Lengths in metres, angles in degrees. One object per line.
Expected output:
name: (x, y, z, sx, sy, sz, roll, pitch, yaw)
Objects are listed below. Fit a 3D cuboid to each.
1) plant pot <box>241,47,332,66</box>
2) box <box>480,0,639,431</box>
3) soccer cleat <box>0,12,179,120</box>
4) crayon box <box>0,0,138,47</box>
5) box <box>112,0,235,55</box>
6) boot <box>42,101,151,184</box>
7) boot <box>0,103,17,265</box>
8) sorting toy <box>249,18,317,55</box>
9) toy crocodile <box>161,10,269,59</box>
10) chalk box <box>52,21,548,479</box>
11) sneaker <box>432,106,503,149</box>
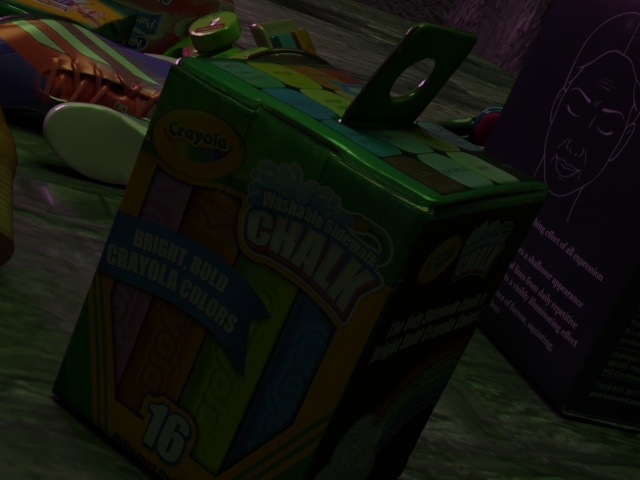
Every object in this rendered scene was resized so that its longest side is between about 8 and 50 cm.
plant pot: (-0.024, -0.086, 1.091, 0.167, 0.167, 0.165, 14, 27, -27)
box: (0.322, -0.057, 1.034, 0.212, 0.395, 0.293, 14, 20, -26)
soccer cleat: (-0.221, -0.151, 1.112, 0.318, 0.108, 0.116, 7, 28, -47)
crayon box: (-0.341, -0.261, 1.305, 0.165, 0.081, 0.278, 23, 18, -3)
box: (-0.263, -0.330, 1.526, 0.257, 0.128, 0.122, 19, 18, -16)
boot: (-0.189, -0.091, 1.051, 0.190, 0.069, 0.086, 21, 9, -34)
boot: (-0.339, -0.097, 0.717, 0.295, 0.104, 0.211, 22, 34, -44)
sorting toy: (-0.019, -0.210, 1.452, 0.193, 0.038, 0.208, 65, 16, -6)
toy crocodile: (-0.116, -0.195, 1.360, 0.105, 0.115, 0.340, -26, 37, -11)
chalk box: (0.000, 0.000, 0.636, 0.179, 0.289, 0.180, 32, 19, 24)
sneaker: (0.205, -0.059, 1.245, 0.296, 0.178, 0.124, 15, 19, -25)
